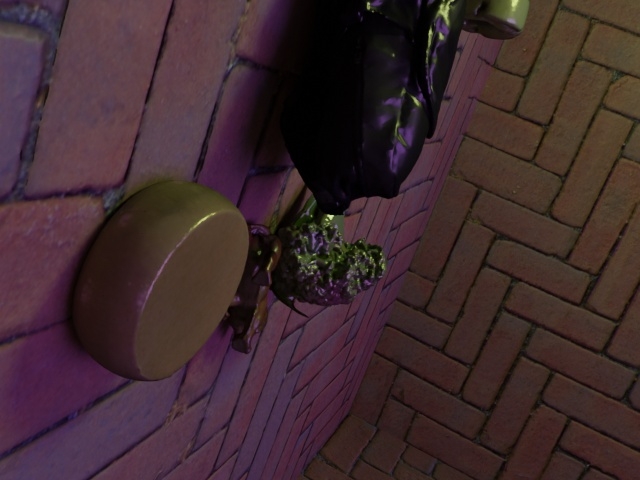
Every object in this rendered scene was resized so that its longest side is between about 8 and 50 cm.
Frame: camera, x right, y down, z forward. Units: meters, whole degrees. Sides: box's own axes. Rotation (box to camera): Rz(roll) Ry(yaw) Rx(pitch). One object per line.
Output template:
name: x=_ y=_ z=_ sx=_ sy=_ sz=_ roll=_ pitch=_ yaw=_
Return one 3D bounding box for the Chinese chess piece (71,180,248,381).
Chinese chess piece: x=-0.201 y=0.052 z=0.882 sx=0.273 sy=0.102 sz=0.273 roll=-55 pitch=160 yaw=-30

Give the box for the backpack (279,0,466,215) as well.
backpack: x=0.083 y=-0.253 z=1.085 sx=0.363 sy=0.254 sz=0.446 roll=50 pitch=52 yaw=-74

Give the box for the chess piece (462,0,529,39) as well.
chess piece: x=0.427 y=-0.688 z=1.498 sx=0.234 sy=0.234 sz=0.442 roll=-2 pitch=109 yaw=-73

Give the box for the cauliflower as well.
cauliflower: x=0.000 y=0.000 z=1.354 sx=0.256 sy=0.239 sz=0.315 roll=20 pitch=77 yaw=-50

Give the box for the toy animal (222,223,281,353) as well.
toy animal: x=-0.127 y=0.078 z=1.220 sx=0.157 sy=0.097 sz=0.312 roll=-61 pitch=168 yaw=-65
